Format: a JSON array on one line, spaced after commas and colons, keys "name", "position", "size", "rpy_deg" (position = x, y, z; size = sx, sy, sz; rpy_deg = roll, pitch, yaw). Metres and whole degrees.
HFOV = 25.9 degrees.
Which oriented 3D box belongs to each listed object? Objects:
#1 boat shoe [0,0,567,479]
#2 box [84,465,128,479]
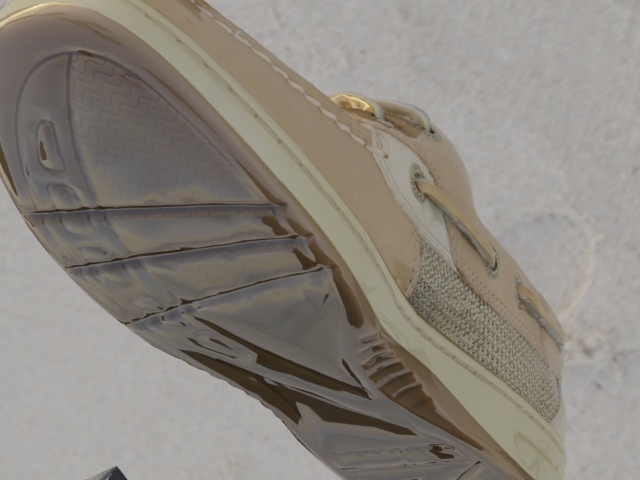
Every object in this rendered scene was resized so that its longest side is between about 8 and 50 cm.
[{"name": "boat shoe", "position": [0.000, 0.000, 0.545], "size": [0.121, 0.110, 0.341], "rpy_deg": [-4, 145, 33]}, {"name": "box", "position": [-0.188, 0.320, 1.141], "size": [0.051, 0.220, 0.175], "rpy_deg": [-28, 103, 38]}]
